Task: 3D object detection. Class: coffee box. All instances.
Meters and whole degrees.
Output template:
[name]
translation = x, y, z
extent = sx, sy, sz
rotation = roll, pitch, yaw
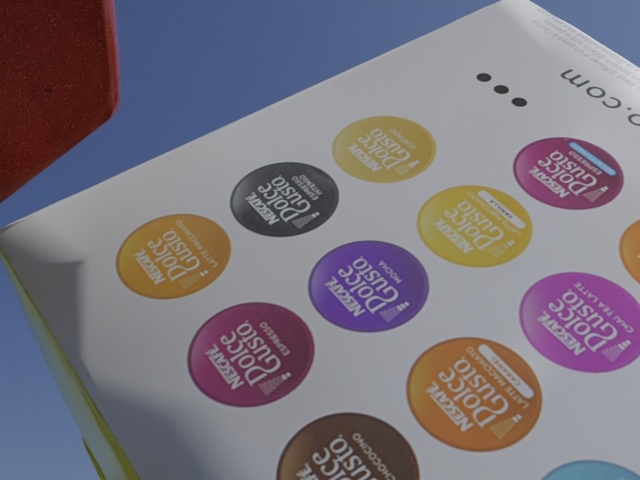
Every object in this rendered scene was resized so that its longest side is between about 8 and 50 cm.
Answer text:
[coffee box]
translation = 0.080, 0.136, 0.485
extent = 0.334, 0.337, 0.338
rotation = -28, -39, -21

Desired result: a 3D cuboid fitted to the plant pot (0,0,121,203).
[plant pot]
translation = -0.266, -0.139, 0.487
extent = 0.267, 0.267, 0.235
rotation = 33, -23, 36
